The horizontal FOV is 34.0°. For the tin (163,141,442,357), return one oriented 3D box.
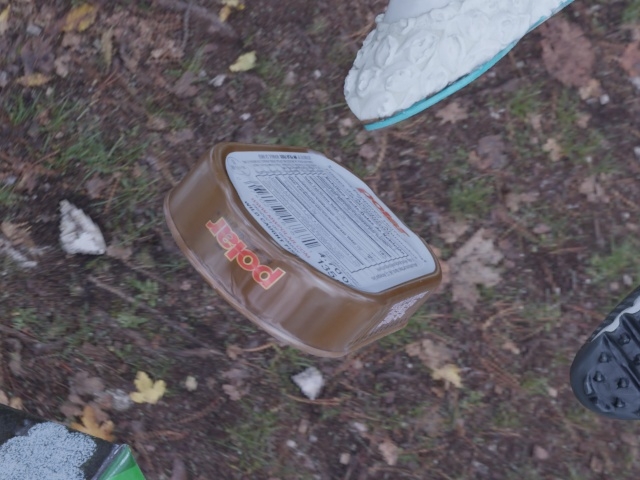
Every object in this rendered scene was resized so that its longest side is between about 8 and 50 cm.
[{"bbox_3d":[0.000,0.000,0.492,0.040,0.190,0.106,-45,79,18],"label":"tin"}]

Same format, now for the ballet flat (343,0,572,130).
[{"bbox_3d":[0.171,-0.261,1.014,0.409,0.147,0.147,-33,98,-14],"label":"ballet flat"}]

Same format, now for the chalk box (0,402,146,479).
[{"bbox_3d":[-0.248,0.280,0.713,0.289,0.180,0.179,-50,135,-37],"label":"chalk box"}]

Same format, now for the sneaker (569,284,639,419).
[{"bbox_3d":[0.250,0.028,0.650,0.234,0.106,0.078,-37,95,0],"label":"sneaker"}]
